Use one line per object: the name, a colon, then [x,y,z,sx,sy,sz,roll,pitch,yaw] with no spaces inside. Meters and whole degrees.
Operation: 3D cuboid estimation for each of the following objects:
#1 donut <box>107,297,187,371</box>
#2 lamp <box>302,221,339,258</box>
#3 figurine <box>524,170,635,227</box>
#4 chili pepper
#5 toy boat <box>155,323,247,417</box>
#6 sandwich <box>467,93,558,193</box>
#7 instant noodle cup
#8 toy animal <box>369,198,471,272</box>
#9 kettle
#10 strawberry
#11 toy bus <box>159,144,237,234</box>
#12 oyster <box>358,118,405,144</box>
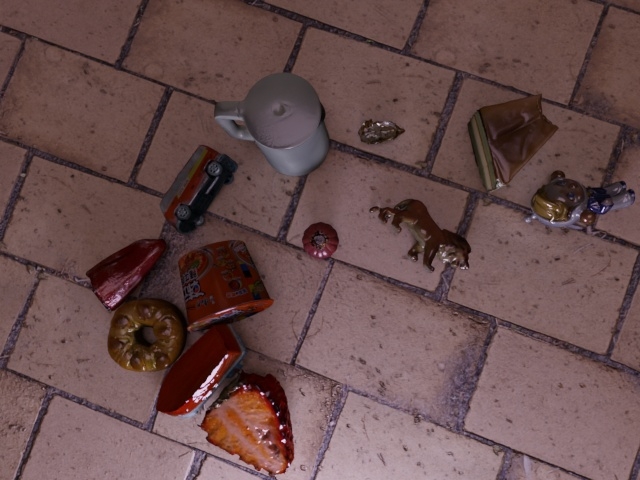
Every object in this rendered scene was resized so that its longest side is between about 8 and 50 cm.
donut: [-0.499,0.274,1.447,0.227,0.114,0.226,0,86,5]
lamp: [0.000,0.000,1.442,0.108,0.092,0.107,0,88,2]
figurine: [0.719,-0.118,1.394,0.275,0.133,0.193,-23,51,-20]
chili pepper: [-0.565,0.077,1.472,0.253,0.144,0.136,-43,102,-11]
toy boat: [-0.337,0.391,1.426,0.332,0.133,0.145,-47,54,11]
sandwich: [0.546,-0.265,1.390,0.199,0.155,0.227,-12,86,3]
instant noodle cup: [-0.276,0.124,1.390,0.251,0.250,0.192,-21,76,2]
toy animal: [0.302,-0.023,1.433,0.158,0.097,0.312,-37,82,-11]
kettle: [-0.109,-0.318,1.359,0.265,0.318,0.205,34,91,4]
strawberry: [-0.166,0.488,1.400,0.280,0.150,0.253,30,109,3]
toy bus: [-0.367,-0.151,1.470,0.120,0.121,0.265,34,90,14]
oyster: [0.180,-0.317,1.483,0.132,0.029,0.085,19,94,2]
